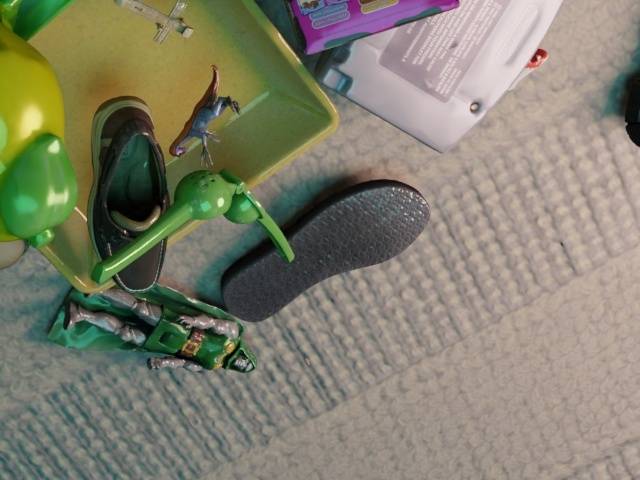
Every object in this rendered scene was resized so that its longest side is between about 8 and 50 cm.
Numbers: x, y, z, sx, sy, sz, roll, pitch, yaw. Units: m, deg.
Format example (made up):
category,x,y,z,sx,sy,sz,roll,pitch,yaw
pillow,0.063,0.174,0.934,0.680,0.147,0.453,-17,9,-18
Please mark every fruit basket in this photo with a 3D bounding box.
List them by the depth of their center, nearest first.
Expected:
category,x,y,z,sx,sy,sz,roll,pitch,yaw
fruit basket,-0.358,-0.165,1.514,0.392,0.392,0.283,-38,145,9

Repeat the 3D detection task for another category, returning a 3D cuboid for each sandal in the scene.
category,x,y,z,sx,sy,sz,roll,pitch,yaw
sandal,-0.001,0.000,1.948,0.254,0.054,0.097,-26,120,13

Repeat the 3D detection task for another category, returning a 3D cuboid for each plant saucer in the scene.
category,x,y,z,sx,sy,sz,roll,pitch,yaw
plant saucer,-0.202,-0.151,1.758,0.333,0.081,0.333,-35,126,6

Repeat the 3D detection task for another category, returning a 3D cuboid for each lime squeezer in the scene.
category,x,y,z,sx,sy,sz,roll,pitch,yaw
lime squeezer,-0.099,-0.017,1.760,0.310,0.059,0.110,-6,106,-56

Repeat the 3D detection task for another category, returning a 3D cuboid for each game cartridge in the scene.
category,x,y,z,sx,sy,sz,roll,pitch,yaw
game cartridge,0.144,-0.245,1.785,0.196,0.060,0.294,29,97,-27

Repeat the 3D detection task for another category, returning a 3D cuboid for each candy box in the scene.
category,x,y,z,sx,sy,sz,roll,pitch,yaw
candy box,0.022,-0.310,1.669,0.159,0.071,0.233,-18,101,-3

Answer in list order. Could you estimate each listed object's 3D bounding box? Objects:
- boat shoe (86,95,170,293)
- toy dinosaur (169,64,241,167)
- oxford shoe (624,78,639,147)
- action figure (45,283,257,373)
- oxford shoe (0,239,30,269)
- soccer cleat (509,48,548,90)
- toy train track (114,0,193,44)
category,x,y,z,sx,sy,sz,roll,pitch,yaw
boat shoe,-0.189,-0.033,1.746,0.080,0.073,0.223,-7,124,-13
toy dinosaur,-0.120,-0.118,1.746,0.082,0.047,0.090,-23,94,9
oxford shoe,0.411,-0.209,1.925,0.096,0.083,0.227,-5,127,-38
action figure,-0.169,0.100,1.950,0.232,0.063,0.137,21,120,-27
oxford shoe,-0.469,-0.017,1.722,0.397,0.146,0.140,10,119,-24
soccer cleat,0.208,-0.181,1.901,0.083,0.029,0.035,-26,135,5
toy train track,-0.157,-0.212,1.673,0.083,0.014,0.048,23,113,-28
